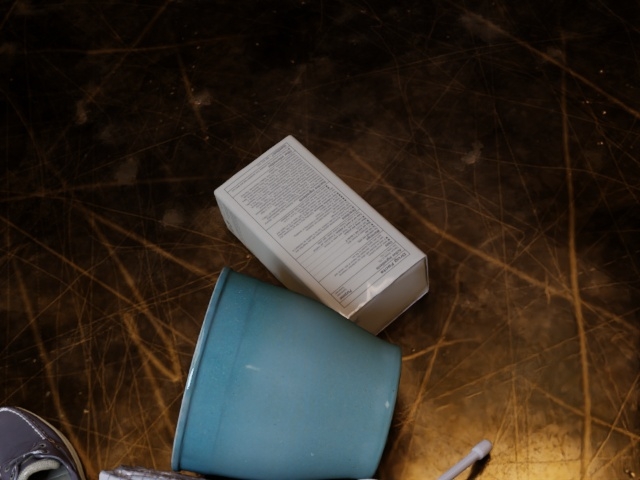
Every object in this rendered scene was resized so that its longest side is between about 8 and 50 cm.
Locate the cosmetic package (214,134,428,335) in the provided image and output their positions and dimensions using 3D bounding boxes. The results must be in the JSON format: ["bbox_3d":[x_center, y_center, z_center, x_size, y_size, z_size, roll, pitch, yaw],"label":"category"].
[{"bbox_3d":[0.000,0.000,1.480,0.160,0.113,0.309,-37,61,-14],"label":"cosmetic package"}]

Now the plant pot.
[{"bbox_3d":[-0.034,0.194,1.293,0.255,0.272,0.272,13,60,-1],"label":"plant pot"}]

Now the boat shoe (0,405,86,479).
[{"bbox_3d":[-0.377,0.324,1.346,0.103,0.092,0.285,-36,60,-14],"label":"boat shoe"}]

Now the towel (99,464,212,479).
[{"bbox_3d":[-0.145,0.412,1.206,0.283,0.121,0.235,9,83,14],"label":"towel"}]

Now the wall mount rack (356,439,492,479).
[{"bbox_3d":[0.179,0.404,1.196,0.304,0.130,0.350,-42,67,-14],"label":"wall mount rack"}]
